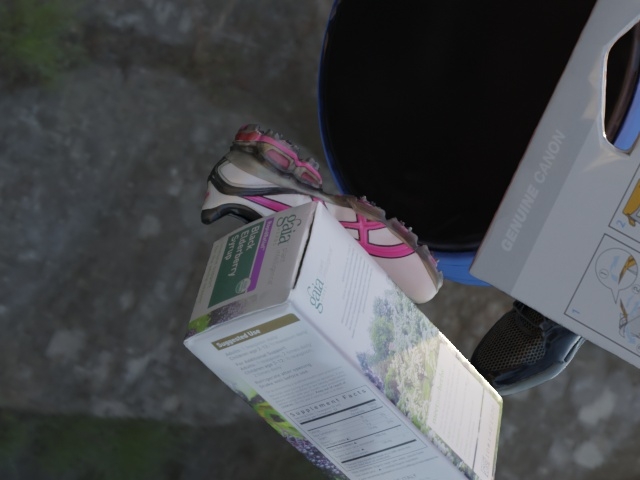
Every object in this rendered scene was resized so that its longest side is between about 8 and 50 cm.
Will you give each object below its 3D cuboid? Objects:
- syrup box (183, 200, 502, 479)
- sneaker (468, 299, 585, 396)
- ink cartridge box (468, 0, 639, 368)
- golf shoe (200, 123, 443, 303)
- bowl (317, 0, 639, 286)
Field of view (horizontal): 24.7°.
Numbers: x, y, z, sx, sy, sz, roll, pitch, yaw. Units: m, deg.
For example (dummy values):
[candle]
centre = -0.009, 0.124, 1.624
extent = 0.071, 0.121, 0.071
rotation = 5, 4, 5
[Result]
[syrup box]
centre = 0.022, 0.090, 1.002
extent = 0.237, 0.096, 0.093
rotation = 46, 38, -30
[sneaker]
centre = 0.219, 0.043, 1.347
extent = 0.227, 0.087, 0.130
rotation = -35, 134, -5
[ink cartridge box]
centre = 0.251, -0.046, 0.734
extent = 0.066, 0.261, 0.296
rotation = -17, 135, -58
[golf shoe]
centre = 0.000, 0.000, 1.043
extent = 0.086, 0.186, 0.067
rotation = -59, -169, -13
[bowl]
centre = 0.149, -0.156, 1.276
extent = 0.077, 0.391, 0.391
rotation = 11, 100, -45
